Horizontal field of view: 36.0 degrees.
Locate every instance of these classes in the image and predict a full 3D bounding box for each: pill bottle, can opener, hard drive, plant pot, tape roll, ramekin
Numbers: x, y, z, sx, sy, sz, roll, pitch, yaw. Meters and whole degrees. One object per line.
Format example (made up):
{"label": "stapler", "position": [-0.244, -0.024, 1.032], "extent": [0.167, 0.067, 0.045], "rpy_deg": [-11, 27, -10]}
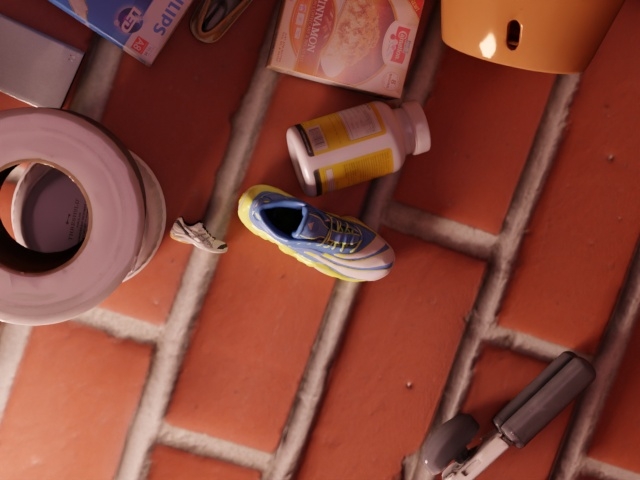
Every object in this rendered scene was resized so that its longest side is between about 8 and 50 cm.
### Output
{"label": "pill bottle", "position": [0.053, -0.132, 1.357], "extent": [0.184, 0.103, 0.103], "rpy_deg": [-17, 100, -7]}
{"label": "can opener", "position": [0.274, 0.257, 1.459], "extent": [0.283, 0.076, 0.095], "rpy_deg": [-43, 103, -3]}
{"label": "hard drive", "position": [-0.395, -0.236, 1.309], "extent": [0.135, 0.022, 0.094], "rpy_deg": [24, 93, -11]}
{"label": "plant pot", "position": [0.279, -0.342, 1.295], "extent": [0.291, 0.291, 0.203], "rpy_deg": [6, 112, -10]}
{"label": "tape roll", "position": [-0.329, -0.035, 1.161], "extent": [0.246, 0.169, 0.246], "rpy_deg": [-1, 97, -9]}
{"label": "ramekin", "position": [-0.308, -0.032, 1.306], "extent": [0.207, 0.109, 0.207], "rpy_deg": [-1, 97, -10]}

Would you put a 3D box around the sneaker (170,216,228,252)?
{"label": "sneaker", "position": [-0.166, -0.008, 1.372], "extent": [0.083, 0.032, 0.037], "rpy_deg": [19, 94, -12]}

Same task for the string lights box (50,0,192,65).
{"label": "string lights box", "position": [-0.297, -0.354, 1.283], "extent": [0.260, 0.077, 0.133], "rpy_deg": [32, 90, -12]}

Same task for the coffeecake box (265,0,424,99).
{"label": "coffeecake box", "position": [0.033, -0.284, 1.352], "extent": [0.185, 0.068, 0.142], "rpy_deg": [13, 94, -11]}

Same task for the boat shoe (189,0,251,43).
{"label": "boat shoe", "position": [-0.108, -0.347, 1.318], "extent": [0.068, 0.072, 0.190], "rpy_deg": [29, 91, -12]}

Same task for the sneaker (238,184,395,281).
{"label": "sneaker", "position": [0.000, 0.000, 1.353], "extent": [0.240, 0.126, 0.091], "rpy_deg": [21, 93, -11]}
